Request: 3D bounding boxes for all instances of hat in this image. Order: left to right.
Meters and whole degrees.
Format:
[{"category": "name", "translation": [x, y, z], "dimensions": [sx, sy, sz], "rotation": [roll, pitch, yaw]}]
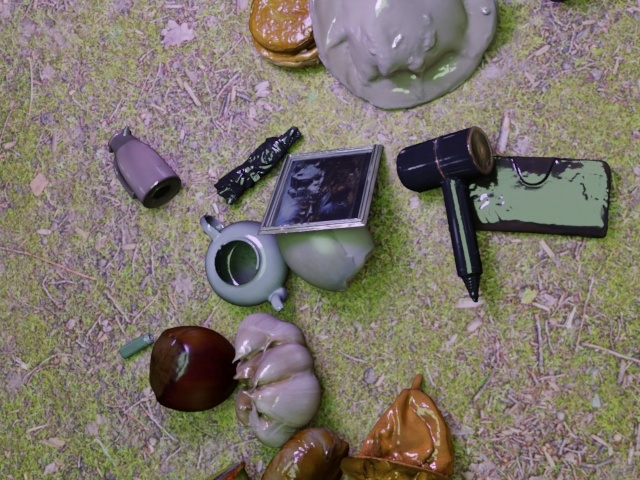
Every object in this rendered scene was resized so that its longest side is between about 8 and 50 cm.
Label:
[{"category": "hat", "translation": [0.180, 0.386, 1.862], "dimensions": [0.233, 0.244, 0.233], "rotation": [23, 61, -11]}]

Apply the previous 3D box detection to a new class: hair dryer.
[{"category": "hair dryer", "translation": [0.270, -0.043, 1.846], "dimensions": [0.189, 0.107, 0.352], "rotation": [-13, 81, 37]}]

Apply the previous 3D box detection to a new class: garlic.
[{"category": "garlic", "translation": [-0.093, 0.299, 1.892], "dimensions": [0.185, 0.203, 0.281], "rotation": [4, 89, 29]}]

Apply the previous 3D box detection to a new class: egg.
[{"category": "egg", "translation": [0.000, 0.000, 1.904], "dimensions": [0.217, 0.183, 0.183], "rotation": [36, 97, 5]}]

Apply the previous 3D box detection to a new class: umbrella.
[{"category": "umbrella", "translation": [-0.139, -0.177, 2.026], "dimensions": [0.236, 0.059, 0.066], "rotation": [-42, 94, 11]}]

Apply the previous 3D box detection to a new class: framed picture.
[{"category": "framed picture", "translation": [0.004, -0.115, 1.890], "dimensions": [0.232, 0.296, 0.019], "rotation": [-5, 127, 15]}]

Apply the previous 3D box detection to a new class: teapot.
[{"category": "teapot", "translation": [-0.166, 0.050, 1.979], "dimensions": [0.193, 0.129, 0.294], "rotation": [-46, 76, 8]}]

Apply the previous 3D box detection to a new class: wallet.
[{"category": "wallet", "translation": [0.439, -0.093, 1.857], "dimensions": [0.310, 0.042, 0.165], "rotation": [4, 91, 18]}]

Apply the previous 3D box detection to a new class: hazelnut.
[{"category": "hazelnut", "translation": [-0.272, 0.280, 1.980], "dimensions": [0.208, 0.208, 0.208], "rotation": [-1, 86, 16]}]

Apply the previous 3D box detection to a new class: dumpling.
[{"category": "dumpling", "translation": [0.175, -0.435, 1.906], "dimensions": [0.395, 0.233, 0.315], "rotation": [0, 118, 2]}]

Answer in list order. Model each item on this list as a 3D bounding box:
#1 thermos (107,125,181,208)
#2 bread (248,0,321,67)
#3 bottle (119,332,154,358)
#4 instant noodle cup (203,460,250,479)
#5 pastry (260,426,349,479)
[{"category": "thermos", "translation": [-0.430, -0.167, 2.096], "dimensions": [0.193, 0.105, 0.137], "rotation": [49, 131, 18]}, {"category": "bread", "translation": [-0.061, -0.505, 1.992], "dimensions": [0.198, 0.120, 0.236], "rotation": [13, 88, 24]}, {"category": "bottle", "translation": [-0.430, 0.246, 2.095], "dimensions": [0.083, 0.030, 0.030], "rotation": [-31, 78, 11]}, {"category": "instant noodle cup", "translation": [-0.221, 0.623, 1.902], "dimensions": [0.264, 0.264, 0.200], "rotation": [-32, 87, 12]}, {"category": "pastry", "translation": [-0.038, 0.491, 1.866], "dimensions": [0.100, 0.218, 0.229], "rotation": [33, 57, 28]}]
